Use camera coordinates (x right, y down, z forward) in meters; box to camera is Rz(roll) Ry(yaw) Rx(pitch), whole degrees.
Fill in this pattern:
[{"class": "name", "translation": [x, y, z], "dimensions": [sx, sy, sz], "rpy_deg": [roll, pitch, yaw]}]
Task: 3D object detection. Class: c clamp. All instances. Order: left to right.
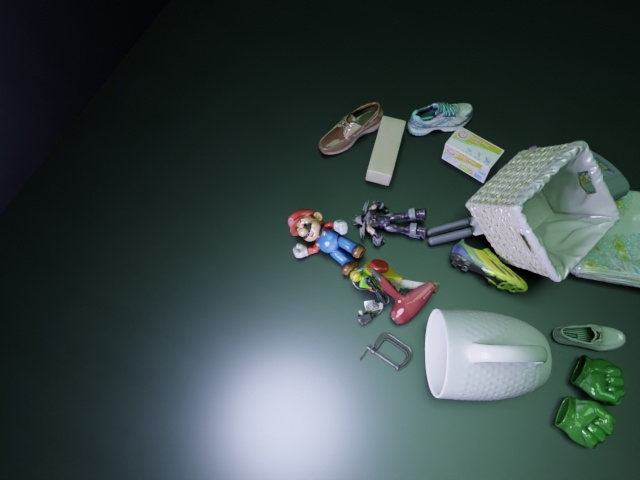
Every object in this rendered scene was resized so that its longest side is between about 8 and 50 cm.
[{"class": "c clamp", "translation": [0.237, 0.402, 1.486], "dimensions": [0.160, 0.022, 0.137], "rpy_deg": [26, 69, 17]}]

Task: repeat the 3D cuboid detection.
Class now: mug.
[{"class": "mug", "translation": [0.524, 0.347, 1.281], "dimensions": [0.327, 0.374, 0.277], "rpy_deg": [3, 74, 1]}]

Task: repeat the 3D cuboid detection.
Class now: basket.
[{"class": "basket", "translation": [0.737, -0.106, 1.411], "dimensions": [0.331, 0.266, 0.328], "rpy_deg": [-42, 110, -7]}]

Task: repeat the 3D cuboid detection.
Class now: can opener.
[{"class": "can opener", "translation": [0.544, -0.040, 1.592], "dimensions": [0.280, 0.093, 0.074], "rpy_deg": [-14, 69, 10]}]

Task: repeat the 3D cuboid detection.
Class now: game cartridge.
[{"class": "game cartridge", "translation": [0.978, -0.249, 1.577], "dimensions": [0.197, 0.062, 0.297], "rpy_deg": [-24, 46, 1]}]

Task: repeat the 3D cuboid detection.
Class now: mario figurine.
[{"class": "mario figurine", "translation": [0.000, 0.000, 1.594], "dimensions": [0.320, 0.170, 0.198], "rpy_deg": [34, 78, 16]}]

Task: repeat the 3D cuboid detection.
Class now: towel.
[{"class": "towel", "translation": [1.079, -0.016, 1.506], "dimensions": [0.320, 0.090, 0.375], "rpy_deg": [11, 70, 10]}]

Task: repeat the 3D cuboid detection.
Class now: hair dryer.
[{"class": "hair dryer", "translation": [0.263, 0.195, 1.473], "dimensions": [0.293, 0.224, 0.080], "rpy_deg": [-7, 25, -3]}]

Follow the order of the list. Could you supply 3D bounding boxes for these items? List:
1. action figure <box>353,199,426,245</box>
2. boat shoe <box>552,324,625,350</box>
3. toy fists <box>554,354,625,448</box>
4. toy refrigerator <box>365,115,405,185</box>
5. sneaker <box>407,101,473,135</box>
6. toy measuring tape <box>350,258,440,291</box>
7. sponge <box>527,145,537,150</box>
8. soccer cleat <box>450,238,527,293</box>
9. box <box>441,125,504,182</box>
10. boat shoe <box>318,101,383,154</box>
[{"class": "action figure", "translation": [0.262, -0.068, 1.629], "dimensions": [0.284, 0.099, 0.186], "rpy_deg": [4, 76, 13]}, {"class": "boat shoe", "translation": [0.902, 0.323, 1.400], "dimensions": [0.226, 0.076, 0.083], "rpy_deg": [-2, 69, 6]}, {"class": "toy fists", "translation": [0.862, 0.506, 1.324], "dimensions": [0.142, 0.096, 0.279], "rpy_deg": [27, 73, 15]}, {"class": "toy refrigerator", "translation": [0.270, -0.371, 1.747], "dimensions": [0.102, 0.094, 0.270], "rpy_deg": [15, 72, 5]}, {"class": "sneaker", "translation": [0.508, -0.521, 1.757], "dimensions": [0.282, 0.122, 0.110], "rpy_deg": [-16, 68, 1]}, {"class": "toy measuring tape", "translation": [0.268, 0.133, 1.553], "dimensions": [0.329, 0.121, 0.122], "rpy_deg": [5, 68, -9]}, {"class": "sponge", "translation": [0.846, -0.248, 1.610], "dimensions": [0.031, 0.117, 0.210], "rpy_deg": [-21, 68, 0]}, {"class": "soccer cleat", "translation": [0.616, 0.088, 1.522], "dimensions": [0.289, 0.093, 0.121], "rpy_deg": [29, 69, 16]}, {"class": "box", "translation": [0.603, -0.343, 1.681], "dimensions": [0.203, 0.114, 0.103], "rpy_deg": [37, 77, 20]}, {"class": "boat shoe", "translation": [0.126, -0.488, 1.795], "dimensions": [0.324, 0.116, 0.123], "rpy_deg": [-36, 69, -7]}]
